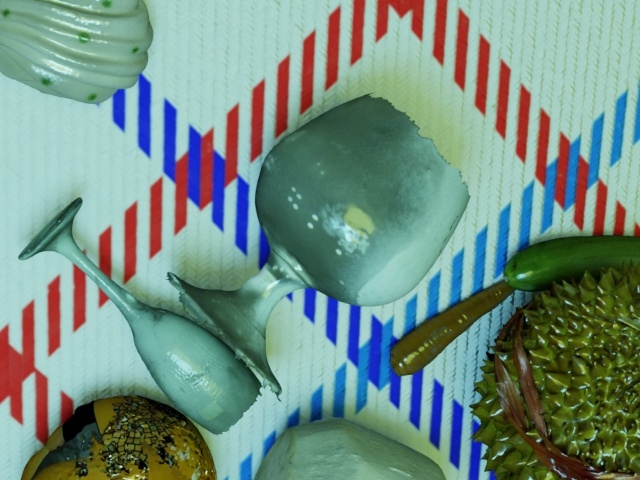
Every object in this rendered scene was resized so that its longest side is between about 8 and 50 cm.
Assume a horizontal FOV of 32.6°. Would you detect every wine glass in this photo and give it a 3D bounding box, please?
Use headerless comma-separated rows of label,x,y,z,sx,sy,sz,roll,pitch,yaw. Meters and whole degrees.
wine glass,0.000,0.000,1.236,0.323,0.238,0.238,-41,108,-4
wine glass,-0.222,0.137,1.194,0.096,0.264,0.309,-34,107,32

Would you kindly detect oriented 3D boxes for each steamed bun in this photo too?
steamed bun,-0.268,-0.234,1.182,0.183,0.106,0.182,-3,104,-14

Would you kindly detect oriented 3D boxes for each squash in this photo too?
squash,0.351,0.028,1.405,0.258,0.069,0.069,-3,103,-16

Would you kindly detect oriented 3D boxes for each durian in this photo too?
durian,0.353,0.208,1.314,0.348,0.347,0.384,-7,110,-12

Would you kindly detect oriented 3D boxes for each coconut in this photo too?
coconut,0.042,0.347,1.310,0.247,0.245,0.245,25,95,-12

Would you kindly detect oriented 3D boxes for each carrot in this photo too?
carrot,0.176,0.101,1.395,0.216,0.048,0.048,-35,107,-10

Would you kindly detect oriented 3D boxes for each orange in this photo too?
orange,-0.231,0.299,1.274,0.234,0.182,0.234,-7,107,-25
